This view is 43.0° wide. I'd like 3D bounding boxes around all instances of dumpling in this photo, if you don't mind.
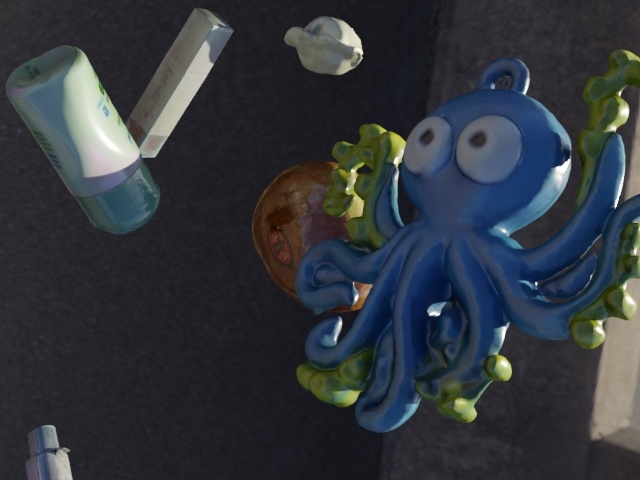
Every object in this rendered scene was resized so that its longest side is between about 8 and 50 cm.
[{"bbox_3d":[0.011,-0.463,1.933,0.162,0.250,0.132,7,103,-27],"label":"dumpling"}]

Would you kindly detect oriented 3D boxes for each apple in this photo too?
[{"bbox_3d":[0.000,0.000,1.617,0.277,0.250,0.309,39,36,-56],"label":"apple"}]

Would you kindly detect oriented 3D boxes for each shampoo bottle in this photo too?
[{"bbox_3d":[-0.413,-0.164,1.472,0.151,0.222,0.350,-30,125,-9],"label":"shampoo bottle"},{"bbox_3d":[-0.405,0.387,1.234,0.072,0.072,0.214,2,52,-35],"label":"shampoo bottle"}]

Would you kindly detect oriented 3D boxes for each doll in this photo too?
[{"bbox_3d":[0.098,-0.006,0.681,0.099,0.346,0.341,34,71,-40],"label":"doll"}]

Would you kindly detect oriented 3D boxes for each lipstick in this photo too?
[{"bbox_3d":[-0.336,-0.355,1.865,0.371,0.076,0.079,-53,157,24],"label":"lipstick"}]
